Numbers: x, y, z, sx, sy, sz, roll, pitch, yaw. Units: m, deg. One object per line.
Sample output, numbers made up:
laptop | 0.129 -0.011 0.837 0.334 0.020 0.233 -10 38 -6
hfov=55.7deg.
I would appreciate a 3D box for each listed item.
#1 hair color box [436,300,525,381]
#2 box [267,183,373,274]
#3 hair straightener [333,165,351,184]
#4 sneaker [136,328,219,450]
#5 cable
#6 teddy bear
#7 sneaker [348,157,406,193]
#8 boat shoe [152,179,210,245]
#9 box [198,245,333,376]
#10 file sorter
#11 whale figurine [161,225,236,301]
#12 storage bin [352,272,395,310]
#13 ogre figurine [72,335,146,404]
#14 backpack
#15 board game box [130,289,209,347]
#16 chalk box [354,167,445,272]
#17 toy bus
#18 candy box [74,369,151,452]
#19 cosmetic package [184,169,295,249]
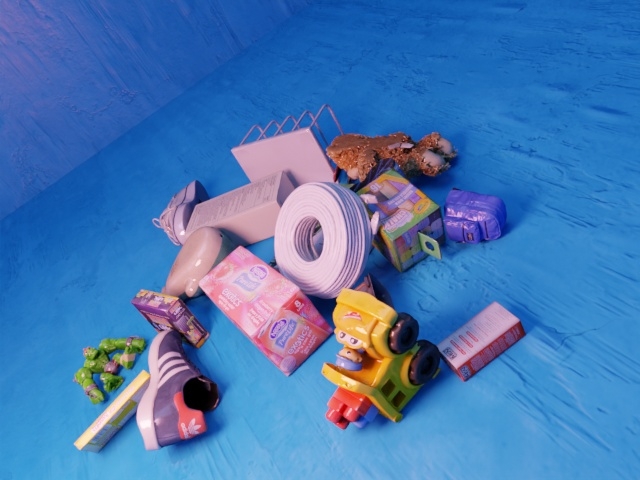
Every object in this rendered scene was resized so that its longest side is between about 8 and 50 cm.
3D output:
hair color box | 0.283 0.178 1.075 0.141 0.043 0.072 -35 33 -5
box | 0.040 -0.020 1.518 0.232 0.058 0.322 5 47 43
hair straightener | 0.103 -0.236 1.771 0.089 0.047 0.230 11 38 9
sneaker | -0.297 0.312 1.329 0.148 0.131 0.350 -11 29 -3
cable | 0.000 0.000 1.316 0.257 0.089 0.256 22 105 46
teddy bear | 0.186 -0.209 1.580 0.338 0.113 0.245 -5 34 13
sneaker | 0.117 -0.101 1.450 0.211 0.081 0.080 -39 31 22
boat shoe | -0.452 -0.068 1.917 0.157 0.135 0.367 -26 31 9
box | -0.130 0.147 1.352 0.142 0.154 0.300 -44 34 -12
file sorter | -0.081 -0.269 1.822 0.278 0.192 0.173 -9 37 31
whale figurine | -0.328 0.093 1.640 0.272 0.141 0.216 -51 29 17
storage bin | 0.092 0.144 1.241 0.091 0.098 0.135 -35 32 15
ogre figurine | -0.545 0.318 1.539 0.118 0.096 0.196 10 65 23
backpack | 0.328 -0.043 1.281 0.120 0.098 0.101 8 59 28
board game box | -0.376 0.194 1.508 0.170 0.141 0.048 4 48 44
chalk box | 0.181 -0.031 1.319 0.132 0.132 0.213 -34 50 -9
toy bus | 0.076 0.219 1.043 0.150 0.220 0.211 22 67 46
candy box | -0.448 0.384 1.355 0.027 0.105 0.206 38 73 13
cosmetic package | -0.224 -0.071 1.753 0.310 0.113 0.160 -18 36 20
